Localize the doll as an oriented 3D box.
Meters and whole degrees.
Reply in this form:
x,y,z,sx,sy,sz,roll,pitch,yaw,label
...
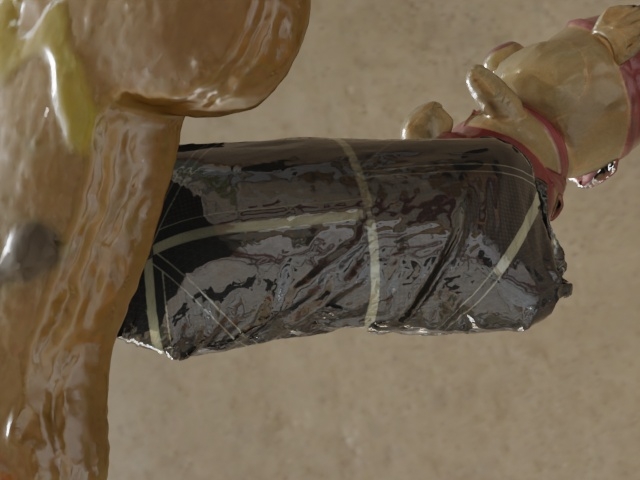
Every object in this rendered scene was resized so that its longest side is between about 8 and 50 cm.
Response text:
x,y,z,sx,sy,sz,roll,pitch,yaw,label
0.185,-0.097,1.337,0.152,0.256,0.196,54,163,-3,doll

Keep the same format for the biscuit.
x,y,z,sx,sy,sz,roll,pitch,yaw,label
-0.174,-0.070,0.857,0.368,0.076,0.394,43,115,45,biscuit

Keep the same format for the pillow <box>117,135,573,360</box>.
x,y,z,sx,sy,sz,roll,pitch,yaw,label
0.000,0.000,1.032,0.092,0.335,0.161,105,159,-49,pillow
